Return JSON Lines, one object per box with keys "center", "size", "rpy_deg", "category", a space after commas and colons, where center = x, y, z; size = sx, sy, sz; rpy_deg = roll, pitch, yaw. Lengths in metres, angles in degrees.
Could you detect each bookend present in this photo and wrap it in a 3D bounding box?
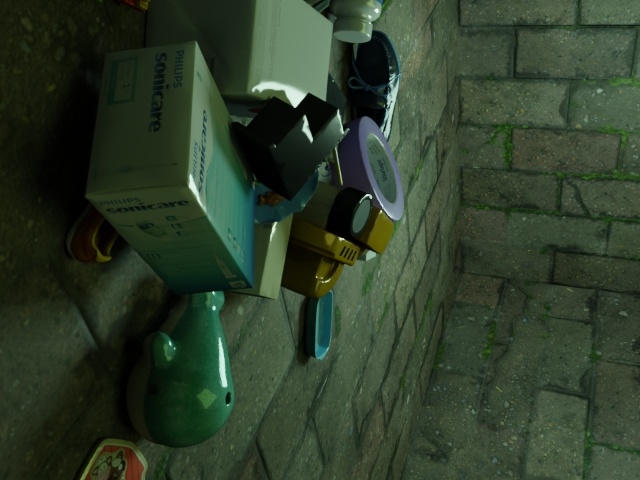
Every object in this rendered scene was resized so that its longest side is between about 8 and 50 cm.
{"center": [-0.039, -0.167, 0.997], "size": [0.156, 0.072, 0.157], "rpy_deg": [-51, 158, -14], "category": "bookend"}

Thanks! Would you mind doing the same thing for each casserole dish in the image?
{"center": [-0.005, 0.210, 1.699], "size": [0.114, 0.037, 0.188], "rpy_deg": [-25, 120, -66], "category": "casserole dish"}

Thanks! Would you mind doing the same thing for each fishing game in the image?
{"center": [-0.088, -0.102, 1.124], "size": [0.041, 0.264, 0.189], "rpy_deg": [-121, -160, -55], "category": "fishing game"}

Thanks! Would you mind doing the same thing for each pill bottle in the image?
{"center": [0.087, -0.586, 1.567], "size": [0.124, 0.124, 0.221], "rpy_deg": [9, 87, -69], "category": "pill bottle"}

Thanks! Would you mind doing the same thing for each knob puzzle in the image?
{"center": [-0.305, 0.378, 0.973], "size": [0.213, 0.030, 0.213], "rpy_deg": [7, 90, -69], "category": "knob puzzle"}

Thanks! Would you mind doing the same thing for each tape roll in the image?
{"center": [0.118, -0.170, 1.696], "size": [0.275, 0.090, 0.274], "rpy_deg": [48, 33, -45], "category": "tape roll"}

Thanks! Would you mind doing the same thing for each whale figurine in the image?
{"center": [-0.192, 0.187, 1.050], "size": [0.216, 0.141, 0.272], "rpy_deg": [56, 45, -60], "category": "whale figurine"}

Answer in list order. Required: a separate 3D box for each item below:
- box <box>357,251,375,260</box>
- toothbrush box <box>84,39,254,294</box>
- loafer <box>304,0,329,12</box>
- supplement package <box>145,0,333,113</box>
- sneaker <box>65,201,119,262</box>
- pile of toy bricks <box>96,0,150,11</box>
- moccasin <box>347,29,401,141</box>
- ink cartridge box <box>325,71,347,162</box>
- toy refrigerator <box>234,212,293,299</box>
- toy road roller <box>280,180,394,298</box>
{"center": [0.093, -0.004, 1.797], "size": [0.087, 0.102, 0.101], "rpy_deg": [-19, 113, -65], "category": "box"}
{"center": [-0.182, -0.082, 0.900], "size": [0.295, 0.126, 0.216], "rpy_deg": [72, 14, -63], "category": "toothbrush box"}
{"center": [0.000, -0.549, 1.403], "size": [0.267, 0.096, 0.084], "rpy_deg": [-59, 139, -41], "category": "loafer"}
{"center": [-0.115, -0.293, 1.051], "size": [0.293, 0.178, 0.175], "rpy_deg": [-6, 101, -68], "category": "supplement package"}
{"center": [-0.271, -0.050, 0.876], "size": [0.064, 0.068, 0.175], "rpy_deg": [43, 55, -63], "category": "sneaker"}
{"center": [-0.245, -0.347, 0.795], "size": [0.212, 0.105, 0.118], "rpy_deg": [-4, 100, -69], "category": "pile of toy bricks"}
{"center": [0.145, -0.375, 1.775], "size": [0.117, 0.138, 0.341], "rpy_deg": [-50, 141, -48], "category": "moccasin"}
{"center": [-0.028, -0.299, 1.446], "size": [0.333, 0.065, 0.165], "rpy_deg": [32, 67, -66], "category": "ink cartridge box"}
{"center": [-0.115, -0.032, 1.244], "size": [0.094, 0.102, 0.269], "rpy_deg": [30, 68, -68], "category": "toy refrigerator"}
{"center": [0.000, 0.000, 1.442], "size": [0.240, 0.203, 0.329], "rpy_deg": [-67, 158, -1], "category": "toy road roller"}
